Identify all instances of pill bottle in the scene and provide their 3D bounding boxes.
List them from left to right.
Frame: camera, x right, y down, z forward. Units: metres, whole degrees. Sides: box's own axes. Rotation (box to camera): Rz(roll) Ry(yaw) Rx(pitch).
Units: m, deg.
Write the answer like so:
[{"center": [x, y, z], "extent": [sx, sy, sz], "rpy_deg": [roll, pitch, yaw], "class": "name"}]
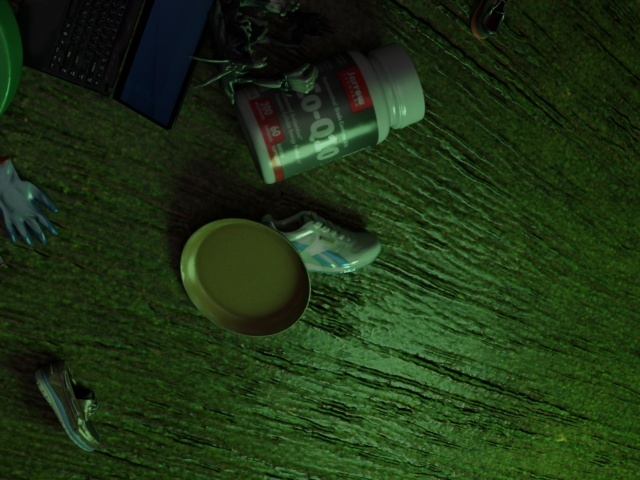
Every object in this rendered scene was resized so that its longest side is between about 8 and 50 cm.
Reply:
[{"center": [0.014, -0.212, 1.245], "extent": [0.283, 0.161, 0.161], "rpy_deg": [-21, 112, -6], "class": "pill bottle"}]

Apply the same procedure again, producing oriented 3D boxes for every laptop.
[{"center": [-0.311, -0.325, 1.138], "extent": [0.264, 0.136, 0.234], "rpy_deg": [19, 102, -19], "class": "laptop"}]

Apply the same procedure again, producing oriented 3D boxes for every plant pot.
[{"center": [-0.128, 0.061, 1.327], "extent": [0.236, 0.032, 0.236], "rpy_deg": [7, 120, 12], "class": "plant pot"}]

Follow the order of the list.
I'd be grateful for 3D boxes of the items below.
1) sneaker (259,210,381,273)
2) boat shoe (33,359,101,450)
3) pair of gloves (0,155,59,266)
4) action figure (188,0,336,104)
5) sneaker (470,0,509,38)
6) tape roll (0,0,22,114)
[{"center": [0.000, 0.000, 1.353], "extent": [0.228, 0.087, 0.092], "rpy_deg": [-1, 116, -14], "class": "sneaker"}, {"center": [-0.432, 0.293, 1.357], "extent": [0.066, 0.066, 0.183], "rpy_deg": [-28, 113, -5], "class": "boat shoe"}, {"center": [-0.535, -0.035, 1.243], "extent": [0.198, 0.023, 0.159], "rpy_deg": [-29, 111, -4], "class": "pair of gloves"}, {"center": [-0.072, -0.303, 1.129], "extent": [0.276, 0.141, 0.164], "rpy_deg": [-52, 143, -40], "class": "action figure"}, {"center": [0.306, -0.420, 1.301], "extent": [0.061, 0.065, 0.158], "rpy_deg": [6, 107, -16], "class": "sneaker"}, {"center": [-0.595, -0.274, 1.081], "extent": [0.321, 0.077, 0.321], "rpy_deg": [-2, 118, -4], "class": "tape roll"}]
